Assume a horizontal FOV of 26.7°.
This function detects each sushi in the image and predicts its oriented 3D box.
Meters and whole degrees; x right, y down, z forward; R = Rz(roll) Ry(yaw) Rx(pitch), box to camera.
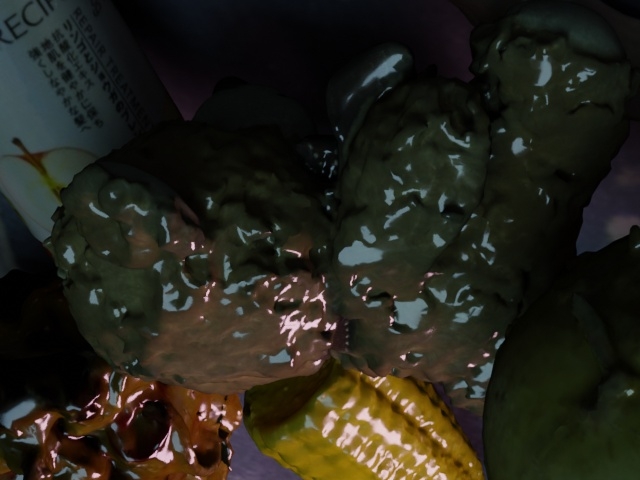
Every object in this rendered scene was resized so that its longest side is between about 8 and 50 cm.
[{"bbox_3d":[-0.139,0.106,0.811,0.204,0.200,0.213,-2,144,34],"label":"sushi"}]

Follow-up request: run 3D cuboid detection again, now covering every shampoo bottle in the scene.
[{"bbox_3d":[-0.158,-0.110,0.670,0.104,0.104,0.278,-9,132,25],"label":"shampoo bottle"}]

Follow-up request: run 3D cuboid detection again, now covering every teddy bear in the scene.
[{"bbox_3d":[0.000,0.000,0.640,0.256,0.156,0.267,4,158,-6],"label":"teddy bear"}]

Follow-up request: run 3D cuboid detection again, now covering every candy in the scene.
[{"bbox_3d":[0.041,0.131,0.880,0.106,0.094,0.199,-27,129,30],"label":"candy"}]

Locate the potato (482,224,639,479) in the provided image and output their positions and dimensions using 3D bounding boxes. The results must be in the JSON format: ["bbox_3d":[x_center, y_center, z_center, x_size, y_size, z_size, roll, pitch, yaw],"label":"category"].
[{"bbox_3d":[0.230,0.091,0.580,0.359,0.219,0.270,-1,133,-22],"label":"potato"}]

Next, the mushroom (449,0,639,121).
[{"bbox_3d":[0.103,-0.107,0.637,0.202,0.054,0.059,28,144,-22],"label":"mushroom"}]
